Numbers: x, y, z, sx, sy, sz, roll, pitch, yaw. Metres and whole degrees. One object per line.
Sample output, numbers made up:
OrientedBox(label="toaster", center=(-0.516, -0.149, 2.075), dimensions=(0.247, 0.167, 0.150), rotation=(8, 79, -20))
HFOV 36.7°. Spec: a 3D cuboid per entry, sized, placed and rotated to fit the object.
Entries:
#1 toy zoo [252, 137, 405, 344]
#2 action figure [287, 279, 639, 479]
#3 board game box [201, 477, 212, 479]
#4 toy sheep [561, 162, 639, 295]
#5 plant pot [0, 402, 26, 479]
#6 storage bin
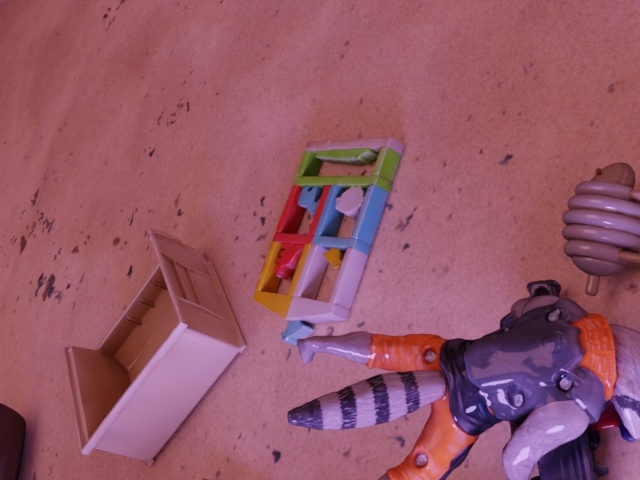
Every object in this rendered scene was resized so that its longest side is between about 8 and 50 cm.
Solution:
OrientedBox(label="toy zoo", center=(0.000, 0.000, 1.318), dimensions=(0.192, 0.030, 0.293), rotation=(6, 73, 54))
OrientedBox(label="action figure", center=(0.156, 0.172, 0.852), dimensions=(0.330, 0.178, 0.341), rotation=(-18, 54, 11))
OrientedBox(label="board game box", center=(-0.123, 0.379, 1.241), dimensions=(0.154, 0.026, 0.103), rotation=(7, 75, 54))
OrientedBox(label="toy sheep", center=(0.275, -0.011, 0.924), dimensions=(0.091, 0.091, 0.132), rotation=(5, 78, 53))
OrientedBox(label="plant pot", center=(-0.640, 0.415, 1.761), dimensions=(0.215, 0.215, 0.230), rotation=(-24, 37, 43))
OrientedBox(label="storage bin", center=(-0.264, 0.158, 1.481), dimensions=(0.262, 0.123, 0.260), rotation=(-52, 37, 17))
